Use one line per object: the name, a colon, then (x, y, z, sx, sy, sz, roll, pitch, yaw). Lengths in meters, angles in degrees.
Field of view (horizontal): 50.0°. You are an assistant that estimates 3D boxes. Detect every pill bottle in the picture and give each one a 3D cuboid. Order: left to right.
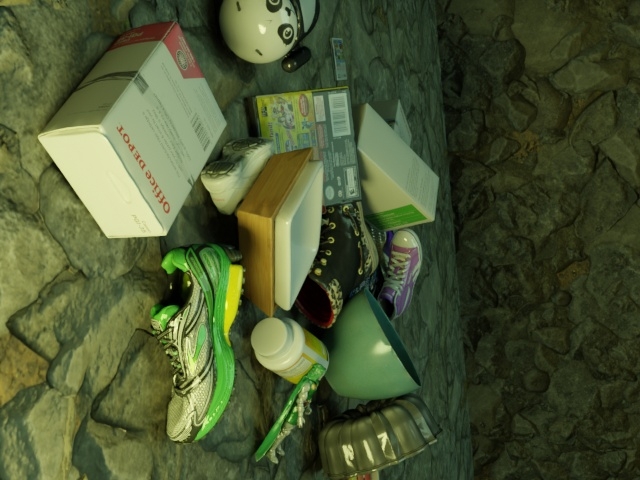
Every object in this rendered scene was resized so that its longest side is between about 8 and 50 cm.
pill bottle: (-0.069, 0.242, 1.512, 0.215, 0.117, 0.117, 49, 44, -57)

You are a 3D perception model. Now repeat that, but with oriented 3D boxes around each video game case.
video game case: (-0.031, -0.205, 1.572, 0.248, 0.035, 0.274, -12, 102, -27)
video game case: (0.054, -0.538, 2.036, 0.087, 0.011, 0.122, -33, 118, -64)

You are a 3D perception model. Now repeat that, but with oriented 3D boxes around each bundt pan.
bundt pan: (0.140, 0.486, 1.763, 0.331, 0.331, 0.124, -9, 78, -67)

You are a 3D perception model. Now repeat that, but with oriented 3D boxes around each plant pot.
plant pot: (0.104, 0.295, 1.772, 0.290, 0.195, 0.290, 58, 7, -12)

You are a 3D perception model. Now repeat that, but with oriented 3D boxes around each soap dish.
soap dish: (-0.082, -0.019, 1.406, 0.290, 0.118, 0.229, 94, 16, -45)

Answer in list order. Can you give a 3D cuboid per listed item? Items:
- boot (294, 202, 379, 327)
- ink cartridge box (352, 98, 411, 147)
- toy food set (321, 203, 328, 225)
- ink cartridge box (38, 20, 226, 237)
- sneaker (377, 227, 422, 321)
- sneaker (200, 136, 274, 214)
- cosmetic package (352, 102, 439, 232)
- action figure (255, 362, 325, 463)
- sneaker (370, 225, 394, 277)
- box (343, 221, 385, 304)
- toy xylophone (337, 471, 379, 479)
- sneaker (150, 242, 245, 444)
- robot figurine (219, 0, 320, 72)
boot: (0.000, 0.000, 1.678, 0.284, 0.138, 0.377, -54, 128, -47)
ink cartridge box: (0.167, -0.281, 2.073, 0.171, 0.168, 0.232, 61, 34, -48)
toy food set: (-0.033, -0.056, 1.561, 0.122, 0.019, 0.078, -14, 118, -25)
ink cartridge box: (-0.275, -0.172, 1.060, 0.283, 0.117, 0.207, -72, 150, -42)
sneaker: (0.234, 0.111, 2.067, 0.161, 0.102, 0.282, -31, 126, -60)
sneaker: (-0.162, -0.131, 1.395, 0.232, 0.090, 0.115, -51, 142, -48)
cosmetic package: (0.142, -0.185, 1.847, 0.365, 0.197, 0.155, 35, 54, -39)
action figure: (-0.053, 0.366, 1.480, 0.232, 0.063, 0.137, -63, 171, 10)
sneaker: (0.178, -0.020, 2.173, 0.293, 0.102, 0.146, 73, 26, -48)
box: (0.106, 0.129, 2.007, 0.295, 0.073, 0.293, -67, 146, -46)
toy xylophone: (0.079, 0.731, 1.862, 0.323, 0.081, 0.236, -41, 125, -62)
sneaker: (-0.230, 0.172, 1.163, 0.146, 0.134, 0.343, 7, 84, -42)
robot figurine: (-0.100, -0.481, 1.442, 0.173, 0.209, 0.278, -64, 178, 37)
